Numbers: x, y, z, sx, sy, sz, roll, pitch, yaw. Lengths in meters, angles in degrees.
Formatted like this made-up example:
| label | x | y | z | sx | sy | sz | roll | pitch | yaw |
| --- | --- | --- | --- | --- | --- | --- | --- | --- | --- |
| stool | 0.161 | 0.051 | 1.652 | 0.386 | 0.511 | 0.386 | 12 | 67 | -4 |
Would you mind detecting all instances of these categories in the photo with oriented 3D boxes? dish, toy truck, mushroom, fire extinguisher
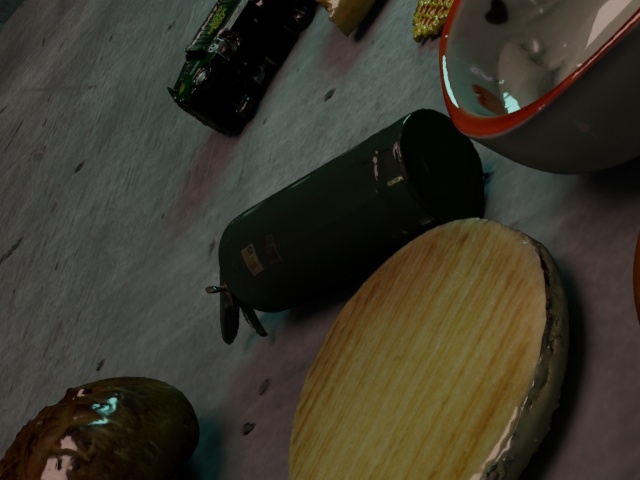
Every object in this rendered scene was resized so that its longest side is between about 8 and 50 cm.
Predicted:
| label | x | y | z | sx | sy | sz | roll | pitch | yaw |
| --- | --- | --- | --- | --- | --- | --- | --- | --- | --- |
| dish | 0.198 | -0.149 | 0.811 | 0.256 | 0.117 | 0.256 | -45 | 27 | 30 |
| toy truck | -0.083 | -0.254 | 1.486 | 0.259 | 0.088 | 0.121 | -58 | 26 | -7 |
| mushroom | -0.206 | 0.225 | 1.067 | 0.253 | 0.153 | 0.253 | -48 | 14 | 16 |
| fire extinguisher | 0.000 | 0.000 | 1.031 | 0.311 | 0.095 | 0.114 | -25 | 80 | 47 |

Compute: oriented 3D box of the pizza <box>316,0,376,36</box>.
| label | x | y | z | sx | sy | sz | roll | pitch | yaw |
| --- | --- | --- | --- | --- | --- | --- | --- | --- | --- |
| pizza | 0.051 | -0.330 | 1.369 | 0.134 | 0.056 | 0.271 | -29 | 38 | 41 |

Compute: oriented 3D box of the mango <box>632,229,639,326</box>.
| label | x | y | z | sx | sy | sz | roll | pitch | yaw |
| --- | --- | --- | --- | --- | --- | --- | --- | --- | --- |
| mango | 0.221 | 0.035 | 0.553 | 0.151 | 0.120 | 0.221 | -42 | 36 | 27 |

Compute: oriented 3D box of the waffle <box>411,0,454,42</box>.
| label | x | y | z | sx | sy | sz | roll | pitch | yaw |
| --- | --- | --- | --- | --- | --- | --- | --- | --- | --- |
| waffle | 0.114 | -0.226 | 1.178 | 0.078 | 0.016 | 0.085 | -42 | 28 | 28 |

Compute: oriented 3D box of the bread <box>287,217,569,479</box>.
| label | x | y | z | sx | sy | sz | roll | pitch | yaw |
| --- | --- | --- | --- | --- | --- | --- | --- | --- | --- |
| bread | 0.069 | 0.102 | 0.842 | 0.267 | 0.040 | 0.267 | -41 | 30 | 30 |
